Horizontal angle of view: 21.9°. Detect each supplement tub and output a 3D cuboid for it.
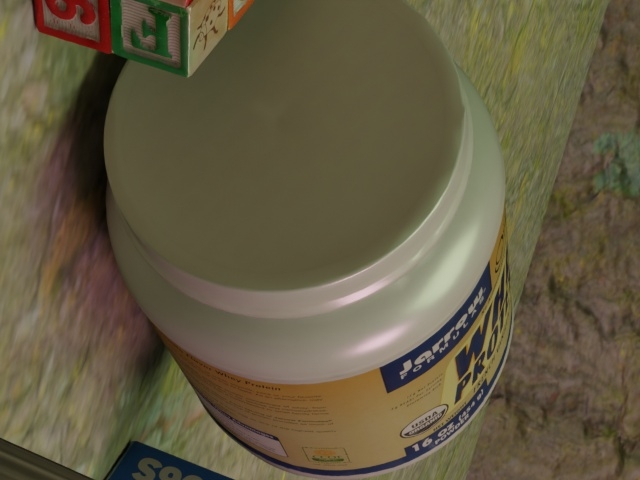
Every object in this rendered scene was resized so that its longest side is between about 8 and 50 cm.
[{"bbox_3d":[0.000,0.000,1.001,0.316,0.228,0.228,71,40,-66],"label":"supplement tub"}]

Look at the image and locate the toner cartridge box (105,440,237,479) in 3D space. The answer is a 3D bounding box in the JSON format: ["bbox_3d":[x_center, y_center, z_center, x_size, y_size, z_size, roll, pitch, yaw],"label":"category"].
[{"bbox_3d":[-0.076,0.306,1.210,0.348,0.165,0.075,92,22,-44],"label":"toner cartridge box"}]

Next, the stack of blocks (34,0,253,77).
[{"bbox_3d":[-0.040,-0.243,0.846,0.171,0.087,0.297,93,21,-44],"label":"stack of blocks"}]

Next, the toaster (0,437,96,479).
[{"bbox_3d":[-0.165,0.179,0.784,0.129,0.146,0.227,62,48,-70],"label":"toaster"}]
